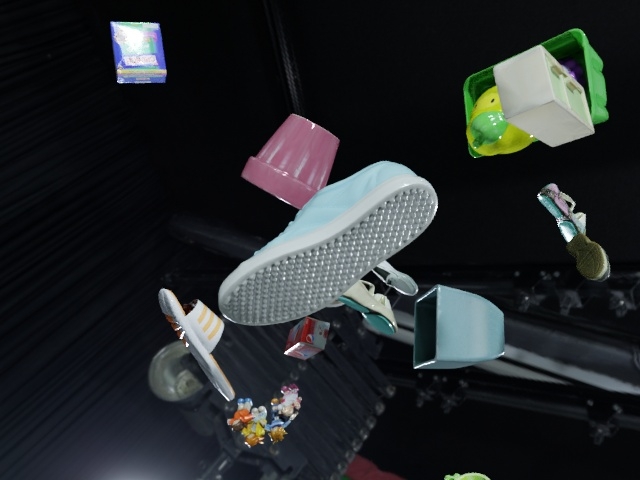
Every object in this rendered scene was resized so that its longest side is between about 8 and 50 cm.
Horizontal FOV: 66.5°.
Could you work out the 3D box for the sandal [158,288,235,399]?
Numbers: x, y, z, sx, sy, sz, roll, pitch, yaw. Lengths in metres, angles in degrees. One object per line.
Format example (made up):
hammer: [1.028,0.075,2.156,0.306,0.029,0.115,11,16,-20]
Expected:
sandal: [-0.218,0.186,0.937,0.102,0.076,0.265,11,-48,55]

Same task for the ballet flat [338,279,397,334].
ballet flat: [0.129,0.158,1.230,0.086,0.086,0.248,-1,-31,42]

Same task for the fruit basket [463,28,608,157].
fruit basket: [0.515,-0.357,1.286,0.392,0.392,0.283,-8,-95,45]

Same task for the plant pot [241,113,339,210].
plant pot: [-0.054,-0.179,1.119,0.201,0.201,0.180,30,-85,17]

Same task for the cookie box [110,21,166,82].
cookie box: [-0.353,-0.364,0.948,0.040,0.092,0.107,152,-72,-67]

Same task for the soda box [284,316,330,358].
soda box: [-0.049,0.328,1.624,0.083,0.092,0.263,18,-24,-9]

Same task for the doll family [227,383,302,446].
doll family: [-0.163,0.574,1.553,0.263,0.163,0.118,-20,-74,8]

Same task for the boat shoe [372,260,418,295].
boat shoe: [0.301,0.165,2.052,0.226,0.076,0.083,35,-54,35]

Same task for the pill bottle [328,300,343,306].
pill bottle: [0.040,0.030,1.251,0.153,0.153,0.264,29,-52,19]

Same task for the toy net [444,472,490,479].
toy net: [0.175,0.455,0.798,0.122,0.232,0.045,5,-65,60]

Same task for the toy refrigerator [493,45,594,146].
toy refrigerator: [0.429,-0.260,0.914,0.094,0.269,0.102,-17,-103,40]

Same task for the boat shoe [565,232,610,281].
boat shoe: [0.708,0.048,1.265,0.073,0.223,0.080,32,-67,-3]

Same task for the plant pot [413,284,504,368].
plant pot: [0.473,0.311,1.650,0.252,0.247,0.248,8,-21,-4]

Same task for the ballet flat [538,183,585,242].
ballet flat: [0.743,-0.078,1.469,0.221,0.079,0.077,52,-9,-7]

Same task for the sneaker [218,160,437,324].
sneaker: [0.000,0.000,0.776,0.135,0.366,0.150,60,1,-34]
